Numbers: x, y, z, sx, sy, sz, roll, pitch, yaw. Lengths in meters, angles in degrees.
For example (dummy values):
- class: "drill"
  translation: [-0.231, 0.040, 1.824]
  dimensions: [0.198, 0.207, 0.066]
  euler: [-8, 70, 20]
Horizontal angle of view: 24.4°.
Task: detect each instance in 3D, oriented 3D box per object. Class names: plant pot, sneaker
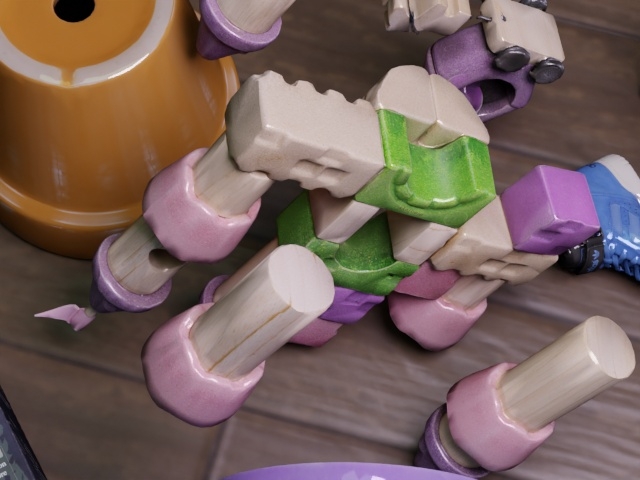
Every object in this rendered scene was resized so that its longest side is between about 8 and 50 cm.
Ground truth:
- class: "plant pot"
  translation: [-0.155, -0.116, 1.011]
  dimensions: [0.205, 0.188, 0.205]
  euler: [1, 66, -2]
- class: "sneaker"
  translation: [0.212, 0.013, 1.037]
  dimensions: [0.085, 0.058, 0.152]
  euler: [-26, 65, -18]

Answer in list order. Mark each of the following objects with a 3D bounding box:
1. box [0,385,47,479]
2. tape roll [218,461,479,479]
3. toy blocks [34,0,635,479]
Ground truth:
- class: "box"
  translation: [-0.234, 0.127, 0.921]
  dimensions: [0.093, 0.156, 0.158]
  euler: [-26, 70, -11]
- class: "tape roll"
  translation: [0.022, 0.194, 0.883]
  dimensions: [0.189, 0.189, 0.080]
  euler: [2, 67, -1]
- class: "toy blocks"
  translation: [0.000, 0.000, 0.965]
  dimensions: [0.289, 0.260, 0.309]
  euler: [14, 54, -31]
